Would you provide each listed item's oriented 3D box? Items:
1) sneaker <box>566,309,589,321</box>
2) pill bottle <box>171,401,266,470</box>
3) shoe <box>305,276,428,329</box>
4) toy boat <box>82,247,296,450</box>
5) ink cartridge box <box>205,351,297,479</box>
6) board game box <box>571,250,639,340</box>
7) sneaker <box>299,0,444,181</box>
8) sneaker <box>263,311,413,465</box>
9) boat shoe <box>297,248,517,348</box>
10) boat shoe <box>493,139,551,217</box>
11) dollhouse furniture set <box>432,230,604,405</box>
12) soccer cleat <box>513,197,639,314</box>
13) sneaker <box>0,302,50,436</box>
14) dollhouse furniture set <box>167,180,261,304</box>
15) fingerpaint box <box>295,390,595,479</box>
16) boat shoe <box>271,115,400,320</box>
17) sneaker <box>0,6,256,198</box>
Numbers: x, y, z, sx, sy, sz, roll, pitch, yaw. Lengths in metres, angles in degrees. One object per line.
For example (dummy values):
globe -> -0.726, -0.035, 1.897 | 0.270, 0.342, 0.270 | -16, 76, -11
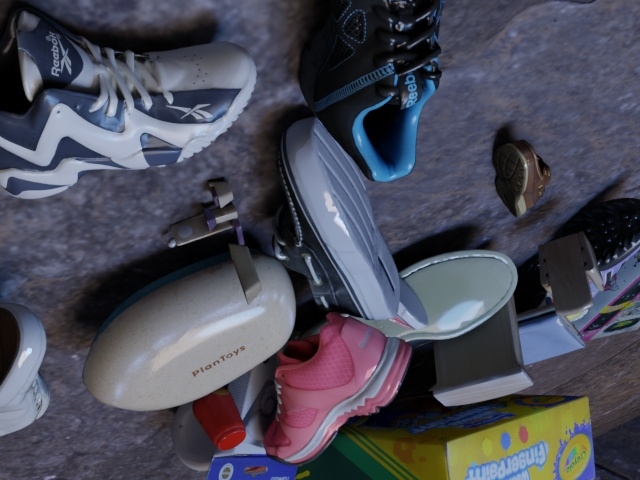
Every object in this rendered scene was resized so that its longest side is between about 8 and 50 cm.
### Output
sneaker -> 0.416, 0.126, 1.568 | 0.094, 0.081, 0.208 | -5, 144, -30
pill bottle -> -0.122, 0.306, 1.365 | 0.121, 0.121, 0.221 | -39, 149, 20
shoe -> 0.063, 0.076, 1.159 | 0.081, 0.063, 0.178 | -37, 118, 25
toy boat -> -0.159, 0.137, 1.067 | 0.268, 0.148, 0.318 | -24, 144, -16
ink cartridge box -> -0.066, 0.271, 1.289 | 0.223, 0.045, 0.223 | 19, 82, -53
board game box -> 0.588, 0.064, 1.596 | 0.224, 0.097, 0.303 | -7, 144, -33
sneaker -> 0.065, -0.192, 0.699 | 0.125, 0.139, 0.340 | -16, 148, -14
sneaker -> -0.011, 0.188, 1.136 | 0.314, 0.136, 0.116 | -47, -169, 42
boat shoe -> 0.119, 0.101, 1.257 | 0.340, 0.127, 0.113 | -31, -169, 2
boat shoe -> 0.267, -0.090, 1.118 | 0.060, 0.064, 0.178 | -33, 157, -1
dollhouse furniture set -> 0.339, 0.182, 1.332 | 0.287, 0.198, 0.303 | -20, 140, 26
soccer cleat -> 0.436, 0.040, 1.404 | 0.117, 0.108, 0.318 | 11, 139, -31
sneaker -> -0.348, 0.146, 0.952 | 0.123, 0.105, 0.290 | -3, 154, -43
dollhouse furniture set -> -0.117, 0.013, 0.906 | 0.081, 0.114, 0.091 | -18, 152, -9
fingerpaint box -> 0.210, 0.374, 1.513 | 0.371, 0.163, 0.445 | -7, 176, 45
boat shoe -> 0.000, 0.000, 0.967 | 0.119, 0.121, 0.335 | -8, 140, 15
sneaker -> -0.169, -0.123, 0.660 | 0.235, 0.094, 0.153 | -15, 159, -1
